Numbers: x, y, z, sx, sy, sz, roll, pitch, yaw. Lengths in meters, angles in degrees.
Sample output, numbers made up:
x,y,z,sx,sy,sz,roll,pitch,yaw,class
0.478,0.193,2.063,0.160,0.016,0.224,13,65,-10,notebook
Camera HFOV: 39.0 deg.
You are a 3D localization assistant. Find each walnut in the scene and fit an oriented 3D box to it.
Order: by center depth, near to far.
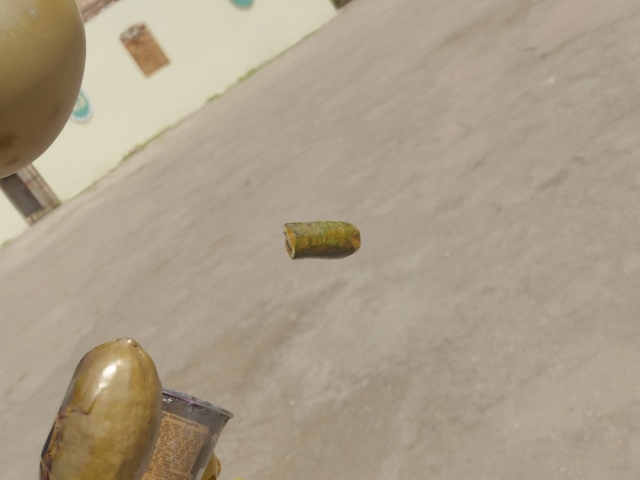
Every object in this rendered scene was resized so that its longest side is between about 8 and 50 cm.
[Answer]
x,y,z,sx,sy,sz,roll,pitch,yaw,class
-0.265,0.235,1.091,0.137,0.137,0.245,11,82,69,walnut

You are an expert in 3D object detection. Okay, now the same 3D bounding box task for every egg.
x,y,z,sx,sy,sz,roll,pitch,yaw,class
-0.525,-0.270,1.398,0.374,0.301,0.301,-68,19,-2,egg

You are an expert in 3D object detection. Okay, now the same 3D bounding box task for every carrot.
x,y,z,sx,sy,sz,roll,pitch,yaw,class
0.000,0.000,1.781,0.173,0.082,0.082,-2,-5,-33,carrot

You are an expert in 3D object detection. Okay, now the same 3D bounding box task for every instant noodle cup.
x,y,z,sx,sy,sz,roll,pitch,yaw,class
-0.264,0.327,1.377,0.217,0.217,0.207,-9,59,59,instant noodle cup

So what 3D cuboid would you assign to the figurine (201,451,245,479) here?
x,y,z,sx,sy,sz,roll,pitch,yaw,class
-0.288,0.552,2.053,0.215,0.228,0.215,-37,12,9,figurine
